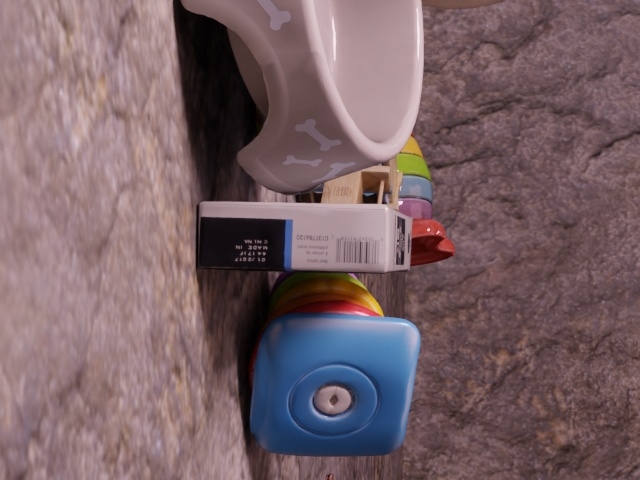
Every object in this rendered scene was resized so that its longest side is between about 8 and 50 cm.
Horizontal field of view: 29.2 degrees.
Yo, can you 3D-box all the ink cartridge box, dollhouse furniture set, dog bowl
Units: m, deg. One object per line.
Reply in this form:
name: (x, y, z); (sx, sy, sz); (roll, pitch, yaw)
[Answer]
ink cartridge box: (0.000, 0.000, 1.180); (0.333, 0.165, 0.065); (-1, 91, -81)
dollhouse furniture set: (0.024, -0.054, 1.476); (0.129, 0.129, 0.183); (81, 15, -50)
dog bowl: (-0.001, -0.217, 1.088); (0.349, 0.102, 0.348); (-4, 90, -67)

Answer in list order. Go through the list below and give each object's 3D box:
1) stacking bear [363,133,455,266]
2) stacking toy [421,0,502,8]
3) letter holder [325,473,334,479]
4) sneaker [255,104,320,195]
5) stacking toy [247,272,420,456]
stacking bear: (0.091, -0.114, 1.847); (0.175, 0.164, 0.289); (44, 36, -71)
stacking toy: (0.184, -0.512, 1.300); (0.480, 0.351, 0.350); (-56, 155, -29)
letter holder: (0.045, 0.441, 1.376); (0.214, 0.152, 0.301); (-80, 180, -64)
sneaker: (-0.038, -0.142, 1.267); (0.094, 0.081, 0.208); (135, -43, -74)
stacking toy: (0.002, 0.082, 1.338); (0.302, 0.166, 0.175); (-97, -168, -58)
